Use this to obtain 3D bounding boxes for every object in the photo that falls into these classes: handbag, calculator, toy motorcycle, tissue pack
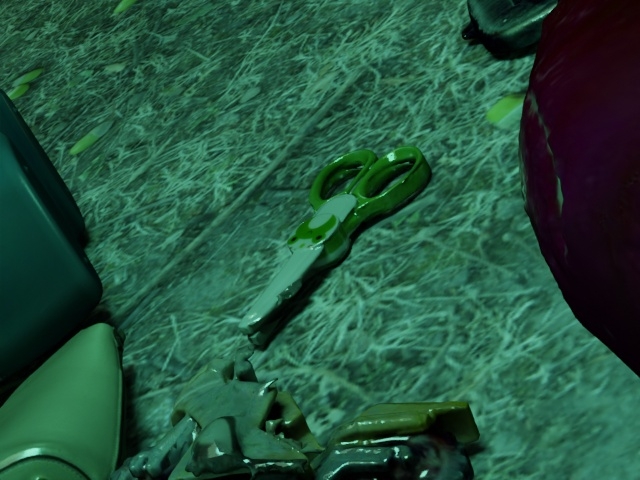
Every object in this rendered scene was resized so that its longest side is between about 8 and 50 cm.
[{"bbox_3d":[-0.238,0.151,1.026,0.241,0.109,0.315,-32,24,1],"label":"handbag"},{"bbox_3d":[0.233,-0.237,1.222,0.268,0.040,0.177,-32,25,11],"label":"calculator"},{"bbox_3d":[-0.016,0.118,0.858,0.229,0.094,0.130,-7,33,25],"label":"toy motorcycle"},{"bbox_3d":[-0.310,0.002,1.222,0.206,0.198,0.287,-30,25,-4],"label":"tissue pack"}]

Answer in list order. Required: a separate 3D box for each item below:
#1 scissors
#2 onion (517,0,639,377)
[{"bbox_3d":[0.000,0.000,1.093,0.101,0.027,0.204,-3,39,45],"label":"scissors"},{"bbox_3d":[0.256,-0.121,0.610,0.398,0.420,0.398,-16,38,13],"label":"onion"}]
